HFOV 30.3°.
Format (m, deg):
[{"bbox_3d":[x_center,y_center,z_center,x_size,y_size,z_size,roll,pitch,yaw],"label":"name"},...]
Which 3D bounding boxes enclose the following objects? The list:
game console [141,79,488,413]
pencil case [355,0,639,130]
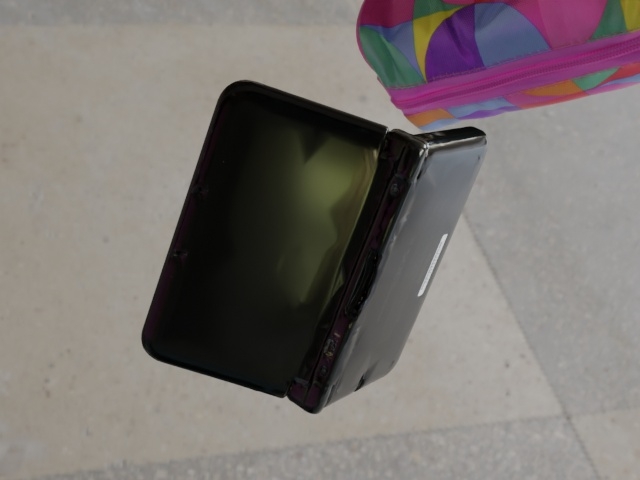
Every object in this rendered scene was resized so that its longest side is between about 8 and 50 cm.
[{"bbox_3d":[0.000,0.000,0.482,0.071,0.122,0.107,31,23,23],"label":"game console"},{"bbox_3d":[0.131,-0.120,0.621,0.236,0.104,0.104,-8,24,44],"label":"pencil case"}]
